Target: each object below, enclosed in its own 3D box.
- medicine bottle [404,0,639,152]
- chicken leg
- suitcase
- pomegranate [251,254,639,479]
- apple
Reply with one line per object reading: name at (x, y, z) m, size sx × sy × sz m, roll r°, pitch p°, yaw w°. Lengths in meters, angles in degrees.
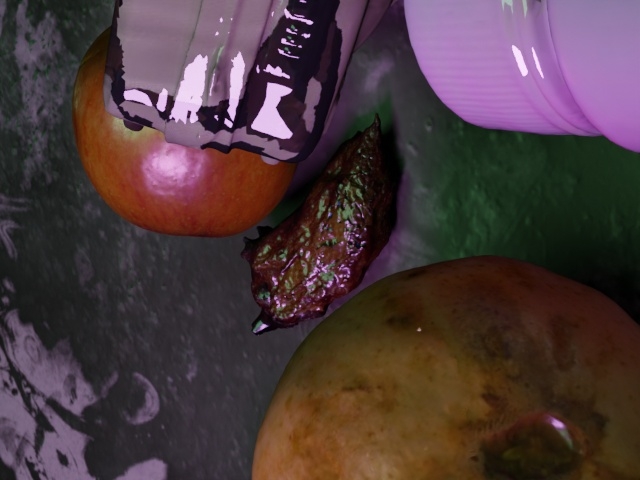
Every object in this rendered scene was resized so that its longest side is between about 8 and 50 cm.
medicine bottle at (0.254, -0.155, 0.943) m, size 0.388 × 0.219 × 0.219 m, roll 4°, pitch 103°, yaw 45°
chicken leg at (0.000, 0.000, 1.345) m, size 0.234 × 0.063 × 0.105 m, roll -45°, pitch 73°, yaw 39°
suitcase at (-0.015, -0.252, 1.106) m, size 0.194 × 0.351 × 0.339 m, roll 16°, pitch 121°, yaw -2°
pomegranate at (0.111, 0.184, 1.119) m, size 0.338 × 0.338 × 0.338 m, roll 13°, pitch 108°, yaw 43°
apple at (-0.111, -0.093, 1.343) m, size 0.196 × 0.196 × 0.196 m, roll 13°, pitch 108°, yaw 43°
